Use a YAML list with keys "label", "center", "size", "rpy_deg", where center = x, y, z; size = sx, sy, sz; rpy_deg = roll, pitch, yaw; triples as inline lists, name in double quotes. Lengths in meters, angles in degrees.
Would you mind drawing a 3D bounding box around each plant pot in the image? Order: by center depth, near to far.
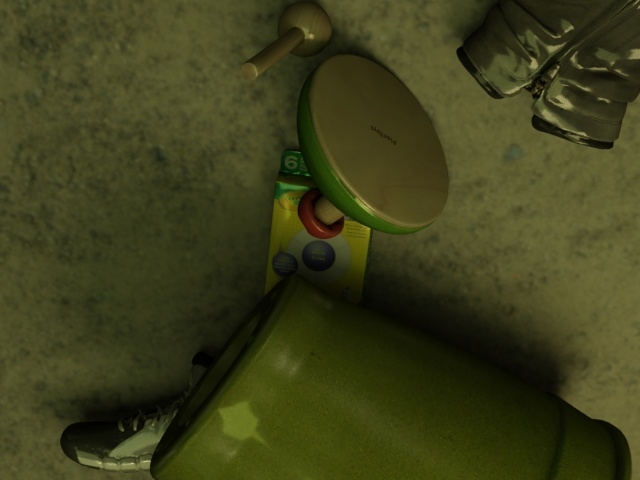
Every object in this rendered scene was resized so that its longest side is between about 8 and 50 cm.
- label: "plant pot"
  center: [0.042, 0.223, 1.194]
  size: [0.353, 0.366, 0.366]
  rpy_deg: [37, 109, -5]

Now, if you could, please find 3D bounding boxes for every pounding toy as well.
- label: "pounding toy"
  center: [0.006, -0.092, 1.180]
  size: [0.110, 0.183, 0.237]
  rpy_deg: [-32, 106, 37]

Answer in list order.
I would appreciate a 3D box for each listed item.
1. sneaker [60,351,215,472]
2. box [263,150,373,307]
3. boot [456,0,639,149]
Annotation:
- label: "sneaker"
  center: [-0.162, 0.179, 1.339]
  size: [0.229, 0.086, 0.132]
  rpy_deg: [5, 107, -8]
- label: "box"
  center: [0.000, 0.000, 1.271]
  size: [0.105, 0.043, 0.179]
  rpy_deg: [7, 110, 1]
- label: "boot"
  center: [0.316, -0.177, 1.152]
  size: [0.338, 0.118, 0.222]
  rpy_deg: [28, 114, 5]
